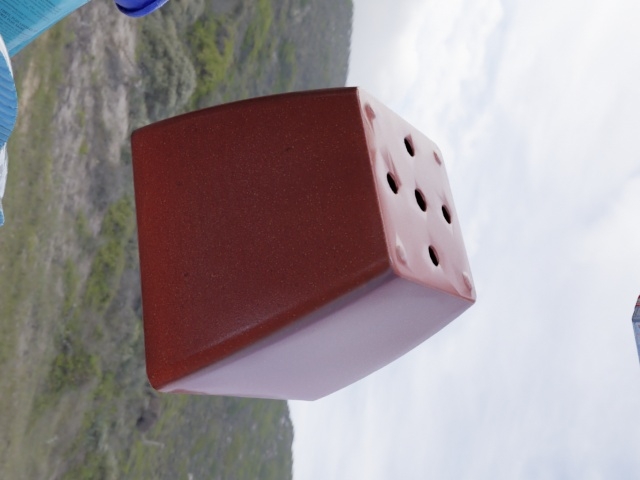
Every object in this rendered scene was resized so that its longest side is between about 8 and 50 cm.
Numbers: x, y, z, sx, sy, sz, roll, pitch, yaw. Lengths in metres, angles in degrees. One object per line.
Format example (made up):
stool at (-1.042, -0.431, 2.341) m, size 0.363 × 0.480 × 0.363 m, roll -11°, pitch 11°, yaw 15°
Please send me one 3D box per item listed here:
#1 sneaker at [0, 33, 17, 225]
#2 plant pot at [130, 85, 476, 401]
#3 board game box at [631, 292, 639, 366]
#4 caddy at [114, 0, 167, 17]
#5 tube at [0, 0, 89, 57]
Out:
sneaker at (-0.252, -0.087, 0.466) m, size 0.228 × 0.088 × 0.092 m, roll -45°, pitch -126°, yaw 54°
plant pot at (0.000, 0.000, 0.702) m, size 0.236 × 0.267 × 0.267 m, roll -21°, pitch -114°, yaw 28°
board game box at (0.440, 0.085, 0.879) m, size 0.194 × 0.060 × 0.194 m, roll 39°, pitch 64°, yaw -52°
caddy at (-0.225, -0.427, 0.882) m, size 0.241 × 0.179 × 0.341 m, roll -49°, pitch -137°, yaw 18°
tube at (-0.285, -0.189, 0.611) m, size 0.207 × 0.080 × 0.052 m, roll -20°, pitch -126°, yaw 39°
